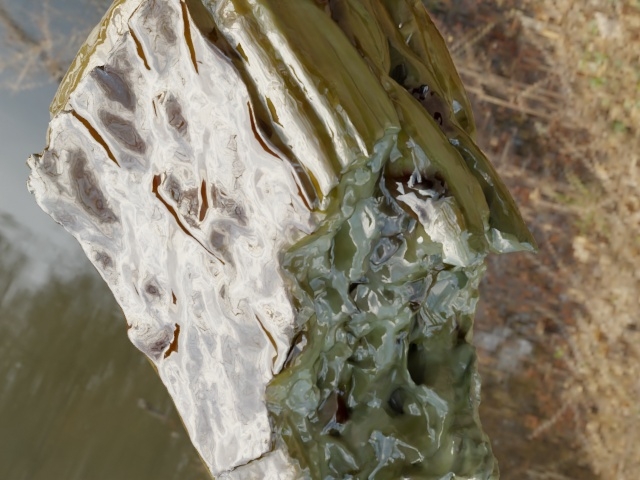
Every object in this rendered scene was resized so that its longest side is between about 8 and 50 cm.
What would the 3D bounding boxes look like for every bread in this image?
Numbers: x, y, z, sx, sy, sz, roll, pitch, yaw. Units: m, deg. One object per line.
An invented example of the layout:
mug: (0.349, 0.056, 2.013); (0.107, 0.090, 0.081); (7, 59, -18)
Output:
bread: (0.000, 0.000, 0.746); (0.314, 0.191, 0.370); (-37, 84, 47)
